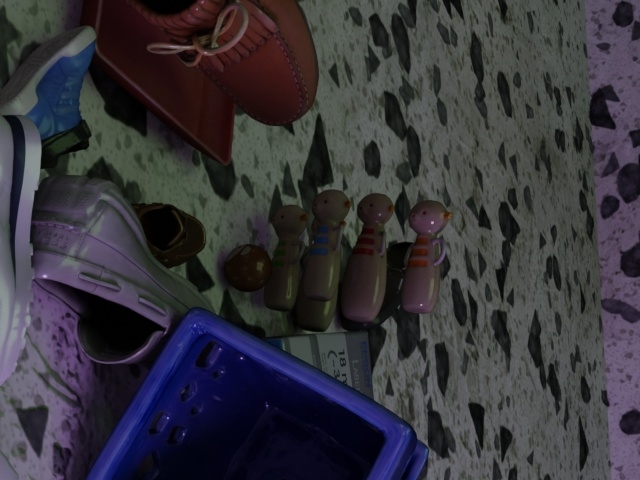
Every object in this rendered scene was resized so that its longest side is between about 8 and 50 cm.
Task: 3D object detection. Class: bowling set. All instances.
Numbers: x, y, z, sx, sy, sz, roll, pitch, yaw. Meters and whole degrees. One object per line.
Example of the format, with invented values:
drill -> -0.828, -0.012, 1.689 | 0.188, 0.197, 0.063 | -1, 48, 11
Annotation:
bowling set -> 0.000, 0.000, 1.534 | 0.200, 0.287, 0.154 | 19, 71, -32

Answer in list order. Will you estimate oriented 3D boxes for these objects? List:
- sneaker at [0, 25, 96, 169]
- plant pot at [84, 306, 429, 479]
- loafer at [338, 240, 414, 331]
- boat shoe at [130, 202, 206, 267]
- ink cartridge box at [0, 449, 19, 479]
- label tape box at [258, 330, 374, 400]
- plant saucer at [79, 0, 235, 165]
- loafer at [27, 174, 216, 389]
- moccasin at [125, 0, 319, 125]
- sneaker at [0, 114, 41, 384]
sneaker -> -0.233, -0.123, 1.213 | 0.085, 0.058, 0.152 | 60, 36, -28
plant pot -> -0.049, 0.221, 1.229 | 0.236, 0.236, 0.212 | -61, 161, -3
loafer -> 0.085, 0.044, 1.819 | 0.220, 0.080, 0.078 | -47, 125, -59
boat shoe -> -0.158, -0.006, 1.338 | 0.178, 0.060, 0.064 | 9, 74, -64
ink cartridge box -> -0.357, 0.179, 0.712 | 0.395, 0.166, 0.285 | -71, 145, -50
label tape box -> -0.001, 0.225, 1.549 | 0.333, 0.106, 0.241 | 3, 80, -65
plant saucer -> -0.166, -0.241, 1.413 | 0.258, 0.047, 0.259 | 41, 45, -54
loafer -> -0.177, 0.064, 1.213 | 0.319, 0.112, 0.111 | 57, 42, -52
moccasin -> -0.123, -0.244, 1.285 | 0.380, 0.139, 0.147 | 58, 34, -40
sneaker -> -0.282, 0.006, 1.063 | 0.095, 0.090, 0.235 | 11, 71, -45
